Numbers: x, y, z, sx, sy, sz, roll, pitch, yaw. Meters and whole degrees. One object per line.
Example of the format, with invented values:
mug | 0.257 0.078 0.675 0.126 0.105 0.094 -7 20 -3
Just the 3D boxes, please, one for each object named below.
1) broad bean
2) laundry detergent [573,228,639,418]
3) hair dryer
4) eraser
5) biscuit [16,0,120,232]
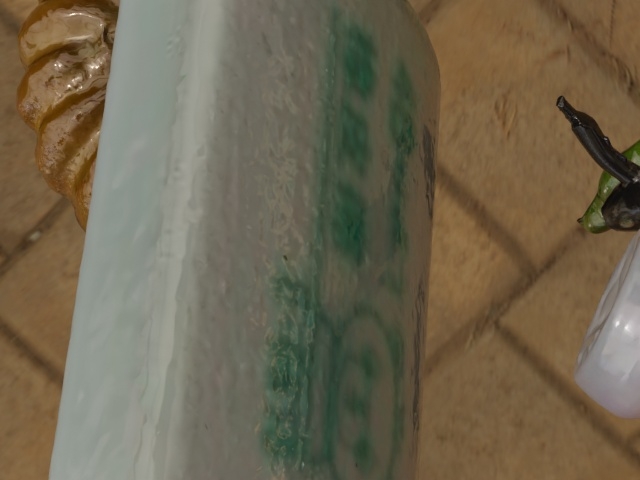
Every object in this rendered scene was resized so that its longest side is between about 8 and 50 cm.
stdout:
broad bean | 0.259 -0.062 1.103 0.061 0.195 0.046 -26 79 -25
laundry detergent | 0.265 0.095 0.575 0.335 0.088 0.159 24 98 6
hair dryer | 0.149 -0.043 0.690 0.083 0.031 0.079 40 135 -17
eraser | -0.023 0.018 0.618 0.104 0.189 0.290 -8 65 27
biscuit | -0.077 -0.134 1.133 0.325 0.107 0.326 1 81 -5
